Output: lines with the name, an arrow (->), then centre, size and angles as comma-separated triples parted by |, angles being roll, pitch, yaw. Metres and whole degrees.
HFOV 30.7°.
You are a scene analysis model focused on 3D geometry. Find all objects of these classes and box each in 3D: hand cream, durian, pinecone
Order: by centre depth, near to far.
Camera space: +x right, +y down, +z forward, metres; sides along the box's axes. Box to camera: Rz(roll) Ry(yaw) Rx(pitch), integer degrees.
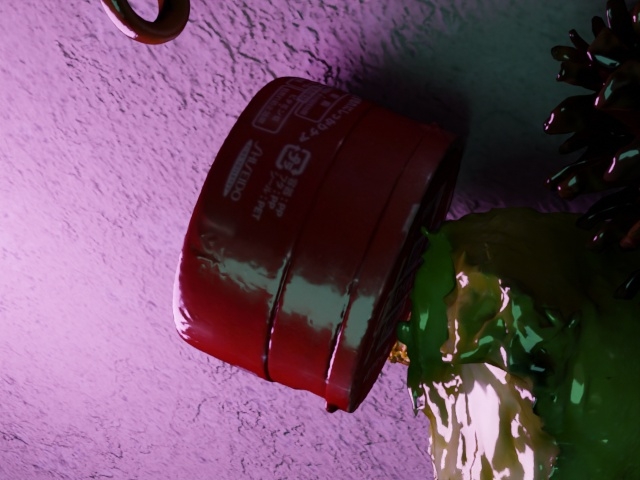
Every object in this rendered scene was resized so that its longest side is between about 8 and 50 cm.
pinecone -> 0.258, -0.041, 0.661 | 0.292, 0.246, 0.246 | 39, 141, 14
durian -> 0.186, 0.106, 0.838 | 0.204, 0.340, 0.255 | 41, 123, 47
hand cream -> 0.000, 0.000, 0.855 | 0.149, 0.230, 0.230 | 24, 138, 9

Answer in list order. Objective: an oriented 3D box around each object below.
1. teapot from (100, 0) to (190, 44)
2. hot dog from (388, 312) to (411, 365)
teapot -> -0.168, -0.237, 0.788 | 0.178, 0.135, 0.252 | -4, 127, 38
hot dog -> 0.044, 0.071, 1.030 | 0.165, 0.045, 0.071 | 18, 135, 16
